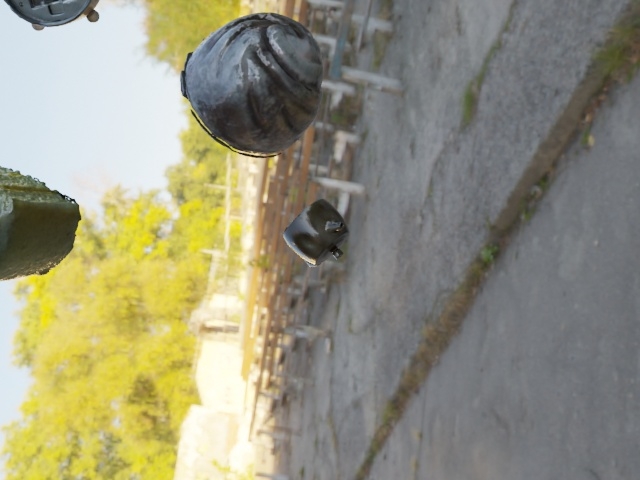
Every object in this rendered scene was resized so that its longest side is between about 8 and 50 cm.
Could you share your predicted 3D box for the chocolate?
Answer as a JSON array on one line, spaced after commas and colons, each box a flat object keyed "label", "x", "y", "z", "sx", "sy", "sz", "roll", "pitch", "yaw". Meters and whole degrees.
[{"label": "chocolate", "x": -0.112, "y": -0.345, "z": 1.542, "sx": 0.213, "sy": 0.303, "sz": 0.303, "roll": -38, "pitch": 38, "yaw": 47}]

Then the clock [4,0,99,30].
[{"label": "clock", "x": -0.410, "y": -0.401, "z": 1.146, "sx": 0.063, "sy": 0.229, "sz": 0.156, "roll": -82, "pitch": -14, "yaw": -70}]

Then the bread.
[{"label": "bread", "x": -0.751, "y": -0.034, "z": 1.626, "sx": 0.264, "sy": 0.395, "sz": 0.239, "roll": -88, "pitch": 13, "yaw": -77}]

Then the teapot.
[{"label": "teapot", "x": 0.000, "y": 0.000, "z": 0.964, "sx": 0.076, "sy": 0.068, "sz": 0.121, "roll": -35, "pitch": -15, "yaw": -33}]
